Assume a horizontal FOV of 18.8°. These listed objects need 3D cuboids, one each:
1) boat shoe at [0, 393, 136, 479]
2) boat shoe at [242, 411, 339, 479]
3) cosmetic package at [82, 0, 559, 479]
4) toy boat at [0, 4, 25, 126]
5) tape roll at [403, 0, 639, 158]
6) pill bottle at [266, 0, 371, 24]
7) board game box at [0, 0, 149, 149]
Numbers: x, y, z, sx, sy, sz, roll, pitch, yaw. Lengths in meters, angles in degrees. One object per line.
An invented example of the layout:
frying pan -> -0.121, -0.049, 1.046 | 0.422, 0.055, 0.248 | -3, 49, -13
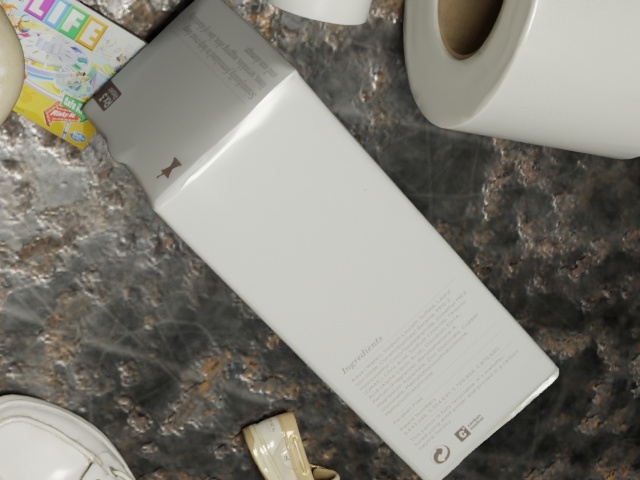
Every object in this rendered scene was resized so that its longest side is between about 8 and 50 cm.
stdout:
boat shoe -> -0.193, 0.238, 1.683 | 0.098, 0.096, 0.277 | -45, 118, 2
boat shoe -> -0.009, 0.228, 1.764 | 0.059, 0.063, 0.170 | -30, 117, 0
cosmetic package -> 0.000, 0.000, 1.580 | 0.156, 0.217, 0.385 | -42, 125, 0
toy boat -> -0.391, -0.119, 1.399 | 0.318, 0.148, 0.267 | -42, 107, -5
tape roll -> 0.194, -0.197, 1.568 | 0.169, 0.246, 0.246 | 9, 107, -23
pill bottle -> 0.018, -0.284, 1.541 | 0.117, 0.117, 0.208 | 7, 108, -22
board game box -> -0.229, -0.154, 1.554 | 0.154, 0.026, 0.103 | 30, 98, -27
